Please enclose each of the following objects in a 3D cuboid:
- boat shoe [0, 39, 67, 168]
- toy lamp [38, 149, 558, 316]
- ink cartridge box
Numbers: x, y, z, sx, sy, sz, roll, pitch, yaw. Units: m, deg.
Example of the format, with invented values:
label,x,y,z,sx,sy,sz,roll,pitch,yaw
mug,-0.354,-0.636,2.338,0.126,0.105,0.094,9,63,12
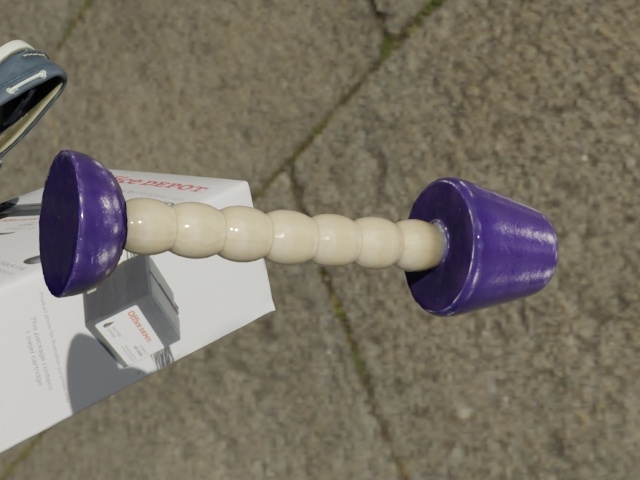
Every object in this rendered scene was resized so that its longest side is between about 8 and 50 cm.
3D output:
label,x,y,z,sx,sy,sz,roll,pitch,yaw
boat shoe,-0.379,-0.106,1.368,0.079,0.095,0.254,34,73,26
toy lamp,0.000,0.000,0.644,0.080,0.275,0.080,-7,82,62
ink cartridge box,-0.229,0.045,1.056,0.223,0.307,0.129,7,114,44
